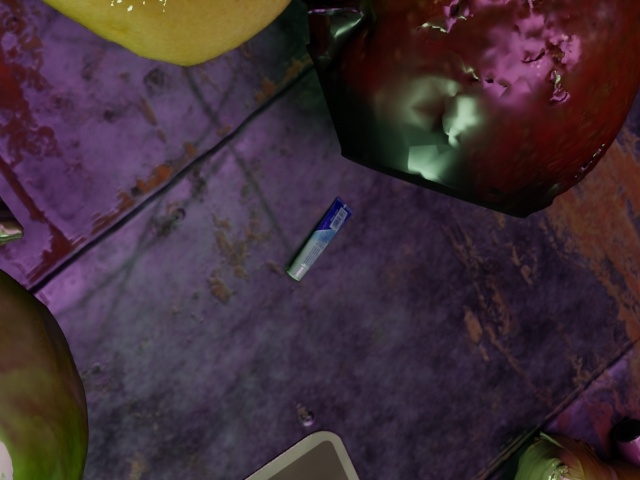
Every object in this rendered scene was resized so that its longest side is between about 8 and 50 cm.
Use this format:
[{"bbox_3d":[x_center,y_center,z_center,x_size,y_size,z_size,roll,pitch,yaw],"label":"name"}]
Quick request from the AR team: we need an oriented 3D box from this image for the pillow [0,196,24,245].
[{"bbox_3d":[-0.305,-0.056,1.246,0.113,0.203,0.038,-15,140,-26],"label":"pillow"}]

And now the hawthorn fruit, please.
[{"bbox_3d":[0.135,-0.166,1.419,0.316,0.316,0.316,-11,113,-28],"label":"hawthorn fruit"}]

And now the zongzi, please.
[{"bbox_3d":[0.277,0.308,1.780,0.197,0.099,0.194,16,99,-27],"label":"zongzi"}]

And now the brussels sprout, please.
[{"bbox_3d":[-0.325,0.150,1.244,0.344,0.268,0.344,-31,147,-23],"label":"brussels sprout"}]

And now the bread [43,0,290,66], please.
[{"bbox_3d":[-0.115,-0.220,1.282,0.262,0.204,0.162,-16,124,-15],"label":"bread"}]

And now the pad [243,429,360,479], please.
[{"bbox_3d":[-0.064,0.309,1.639,0.266,0.002,0.176,-33,122,-17],"label":"pad"}]

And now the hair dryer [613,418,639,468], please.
[{"bbox_3d":[0.387,0.212,1.865,0.154,0.054,0.106,-38,118,-26],"label":"hair dryer"}]

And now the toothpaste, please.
[{"bbox_3d":[0.000,0.000,1.560,0.024,0.015,0.083,43,78,-34],"label":"toothpaste"}]
